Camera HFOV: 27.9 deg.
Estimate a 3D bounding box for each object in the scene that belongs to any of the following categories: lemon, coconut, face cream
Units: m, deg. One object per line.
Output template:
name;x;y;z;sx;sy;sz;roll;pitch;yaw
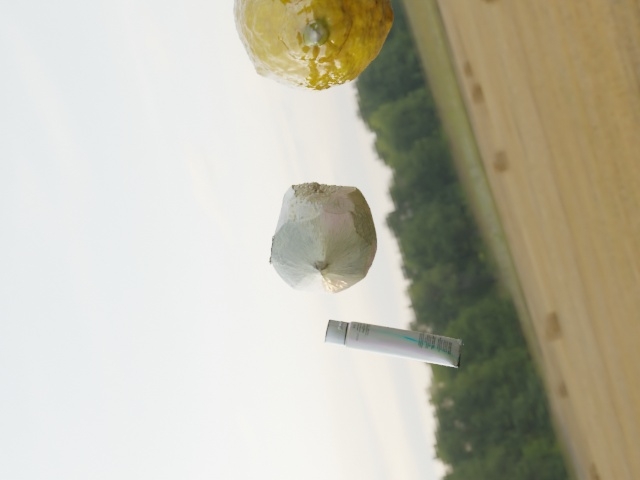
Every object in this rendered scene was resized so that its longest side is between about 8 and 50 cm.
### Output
lemon;-0.007;-0.202;1.143;0.187;0.142;0.142;-90;-18;-66
coconut;0.000;0.000;1.252;0.124;0.110;0.110;-83;-25;-67
face cream;0.061;0.084;1.066;0.038;0.115;0.020;-74;-10;-57
